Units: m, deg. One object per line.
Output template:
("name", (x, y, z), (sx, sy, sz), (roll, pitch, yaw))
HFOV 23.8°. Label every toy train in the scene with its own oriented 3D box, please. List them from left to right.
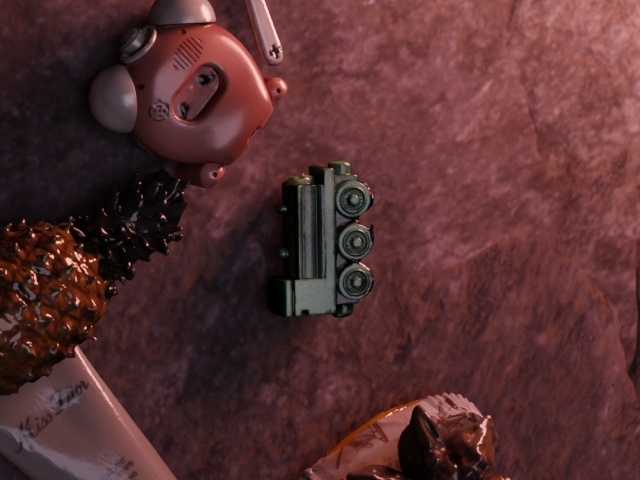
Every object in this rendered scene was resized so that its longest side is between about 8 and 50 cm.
("toy train", (0.000, 0.000, 1.619), (0.111, 0.071, 0.170), (-4, 98, -20))

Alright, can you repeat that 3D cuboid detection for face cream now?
("face cream", (-0.223, 0.228, 1.530), (0.143, 0.089, 0.314), (-45, 103, -17))

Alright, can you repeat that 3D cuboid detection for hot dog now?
("hot dog", (0.079, 0.264, 1.692), (0.268, 0.075, 0.144), (-25, 104, -21))

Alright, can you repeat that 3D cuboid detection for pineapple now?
("pineapple", (-0.243, 0.021, 1.459), (0.279, 0.158, 0.157), (-39, 113, -29))

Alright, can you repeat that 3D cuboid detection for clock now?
("clock", (-0.134, -0.152, 1.515), (0.162, 0.093, 0.166), (41, 78, -23))

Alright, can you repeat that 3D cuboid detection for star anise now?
("star anise", (0.132, 0.273, 1.637), (0.212, 0.073, 0.197), (42, 78, -28))

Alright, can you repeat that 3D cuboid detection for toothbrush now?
("toothbrush", (-0.088, -0.323, 1.550), (0.030, 0.030, 0.303), (-24, 107, -24))
